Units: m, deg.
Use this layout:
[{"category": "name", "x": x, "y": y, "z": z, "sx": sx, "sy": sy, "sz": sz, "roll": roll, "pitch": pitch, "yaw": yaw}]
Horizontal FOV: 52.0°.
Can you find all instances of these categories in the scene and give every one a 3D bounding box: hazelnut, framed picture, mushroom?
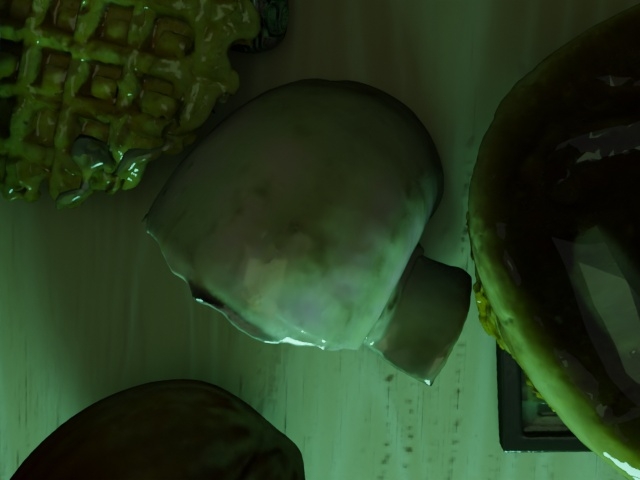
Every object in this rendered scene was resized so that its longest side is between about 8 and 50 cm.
[{"category": "hazelnut", "x": -0.110, "y": 0.207, "z": 0.456, "sx": 0.181, "sy": 0.181, "sz": 0.212, "roll": -34, "pitch": 81, "yaw": 27}, {"category": "framed picture", "x": 0.220, "y": 0.094, "z": 0.495, "sx": 0.168, "sy": 0.023, "sz": 0.128, "roll": -2, "pitch": 94, "yaw": 5}, {"category": "mushroom", "x": 0.011, "y": -0.022, "z": 0.433, "sx": 0.236, "sy": 0.162, "sz": 0.173, "roll": 32, "pitch": 98, "yaw": 0}]

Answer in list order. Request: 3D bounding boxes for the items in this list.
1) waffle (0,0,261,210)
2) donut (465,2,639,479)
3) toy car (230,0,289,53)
[{"category": "waffle", "x": -0.174, "y": -0.164, "z": 0.468, "sx": 0.280, "sy": 0.060, "sz": 0.262, "roll": -28, "pitch": 85, "yaw": 18}, {"category": "donut", "x": 0.255, "y": 0.008, "z": 0.408, "sx": 0.330, "sy": 0.160, "sz": 0.330, "roll": -3, "pitch": 73, "yaw": 8}, {"category": "toy car", "x": -0.050, "y": -0.210, "z": 0.477, "sx": 0.069, "sy": 0.055, "sz": 0.142, "roll": 11, "pitch": 105, "yaw": 14}]
